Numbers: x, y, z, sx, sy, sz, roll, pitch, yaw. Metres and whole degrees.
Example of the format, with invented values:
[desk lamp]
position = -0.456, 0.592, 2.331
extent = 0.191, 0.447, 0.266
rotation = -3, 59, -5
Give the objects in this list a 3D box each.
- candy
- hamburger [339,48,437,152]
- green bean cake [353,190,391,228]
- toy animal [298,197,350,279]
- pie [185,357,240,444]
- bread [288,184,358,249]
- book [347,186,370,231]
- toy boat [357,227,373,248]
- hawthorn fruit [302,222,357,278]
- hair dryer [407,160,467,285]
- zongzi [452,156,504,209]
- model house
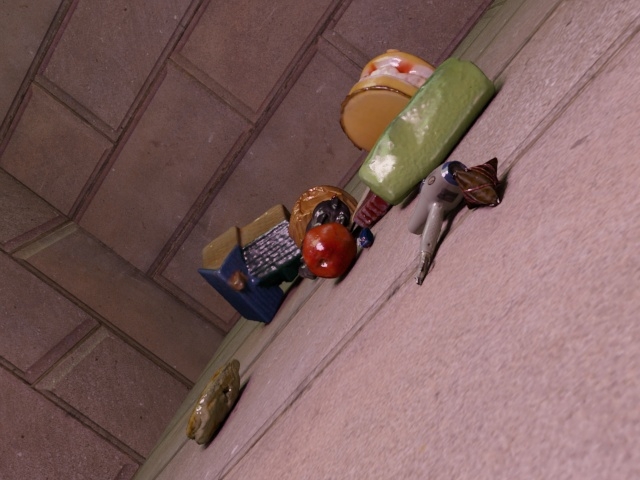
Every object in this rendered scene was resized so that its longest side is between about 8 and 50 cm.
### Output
[candy]
position = 0.231, -0.234, 1.250
extent = 0.343, 0.142, 0.132
rotation = -50, -11, 3
[hamburger]
position = 0.194, -0.337, 1.473
extent = 0.186, 0.261, 0.303
rotation = -65, 7, -30
[green bean cake]
position = 0.152, -0.104, 1.486
extent = 0.135, 0.056, 0.136
rotation = -46, 9, 51
[toy animal]
position = -0.005, 0.016, 1.667
extent = 0.343, 0.106, 0.168
rotation = 115, 174, -56
[pie]
position = -0.274, 0.424, 1.500
extent = 0.201, 0.090, 0.248
rotation = -62, -1, 28
[bread]
position = 0.002, -0.087, 1.925
extent = 0.274, 0.149, 0.274
rotation = -23, 23, 10
[book]
position = 0.100, -0.061, 1.660
extent = 0.168, 0.013, 0.192
rotation = -59, -7, -54
[toy boat]
position = 0.101, -0.002, 1.327
extent = 0.038, 0.038, 0.083
rotation = -50, 5, 24
[hawthorn fruit]
position = 0.019, 0.025, 1.356
extent = 0.133, 0.133, 0.138
rotation = -51, 14, 22
[hair dryer]
position = 0.157, -0.008, 0.864
extent = 0.167, 0.067, 0.199
rotation = 112, 179, -72
[zongzi]
position = 0.211, -0.081, 0.748
extent = 0.073, 0.067, 0.083
rotation = -59, -13, -1
[model house]
position = -0.205, 0.102, 2.149
extent = 0.382, 0.334, 0.343
rotation = -37, 26, 7
